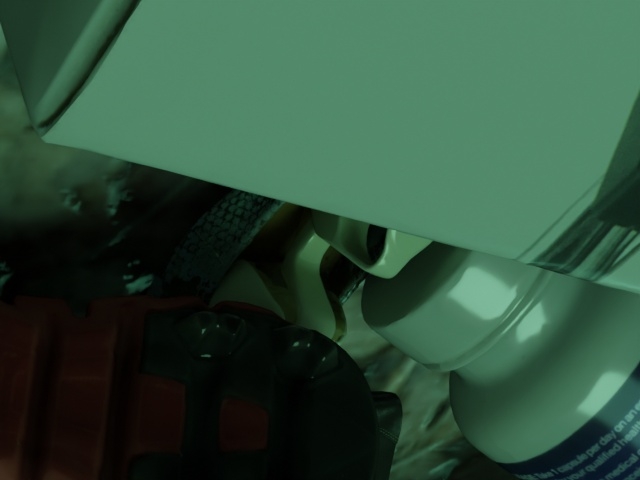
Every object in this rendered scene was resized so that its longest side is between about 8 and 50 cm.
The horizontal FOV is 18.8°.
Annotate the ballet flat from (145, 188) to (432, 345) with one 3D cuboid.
[{"bbox_3d":[0.000,0.000,0.668,0.070,0.070,0.188,17,124,-36],"label":"ballet flat"}]

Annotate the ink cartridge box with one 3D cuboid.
[{"bbox_3d":[0.067,-0.102,0.478,0.307,0.223,0.129,14,126,-35],"label":"ink cartridge box"}]

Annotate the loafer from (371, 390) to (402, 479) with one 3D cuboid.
[{"bbox_3d":[0.006,0.128,0.804,0.061,0.062,0.170,-16,139,-16],"label":"loafer"}]

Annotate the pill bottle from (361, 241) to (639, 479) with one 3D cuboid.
[{"bbox_3d":[0.112,0.047,0.700,0.187,0.112,0.112,35,114,-18],"label":"pill bottle"}]

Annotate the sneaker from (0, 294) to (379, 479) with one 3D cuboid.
[{"bbox_3d":[-0.126,0.057,0.635,0.276,0.097,0.135,14,155,-15],"label":"sneaker"}]
